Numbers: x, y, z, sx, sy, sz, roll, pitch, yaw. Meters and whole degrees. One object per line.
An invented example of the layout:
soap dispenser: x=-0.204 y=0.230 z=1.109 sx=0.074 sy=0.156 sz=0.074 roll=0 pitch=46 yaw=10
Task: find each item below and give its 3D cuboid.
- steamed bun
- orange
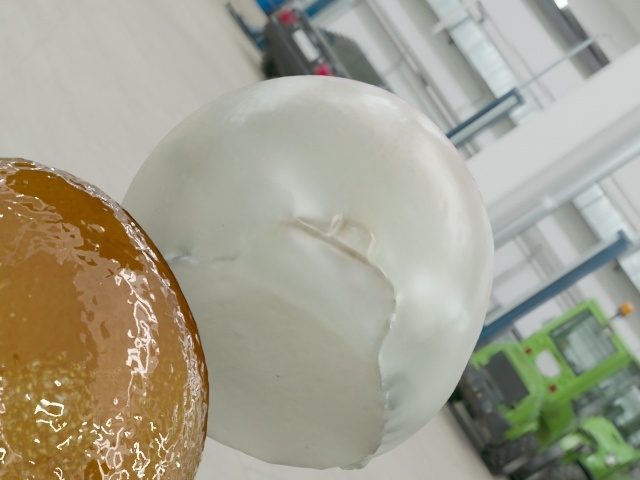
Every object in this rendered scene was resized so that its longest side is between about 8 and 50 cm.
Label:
steamed bun: x=0.000 y=0.000 z=0.873 sx=0.309 sy=0.309 sz=0.309 roll=54 pitch=8 yaw=-11
orange: x=-0.142 y=0.065 z=0.474 sx=0.206 sy=0.206 sz=0.206 roll=54 pitch=8 yaw=-11
